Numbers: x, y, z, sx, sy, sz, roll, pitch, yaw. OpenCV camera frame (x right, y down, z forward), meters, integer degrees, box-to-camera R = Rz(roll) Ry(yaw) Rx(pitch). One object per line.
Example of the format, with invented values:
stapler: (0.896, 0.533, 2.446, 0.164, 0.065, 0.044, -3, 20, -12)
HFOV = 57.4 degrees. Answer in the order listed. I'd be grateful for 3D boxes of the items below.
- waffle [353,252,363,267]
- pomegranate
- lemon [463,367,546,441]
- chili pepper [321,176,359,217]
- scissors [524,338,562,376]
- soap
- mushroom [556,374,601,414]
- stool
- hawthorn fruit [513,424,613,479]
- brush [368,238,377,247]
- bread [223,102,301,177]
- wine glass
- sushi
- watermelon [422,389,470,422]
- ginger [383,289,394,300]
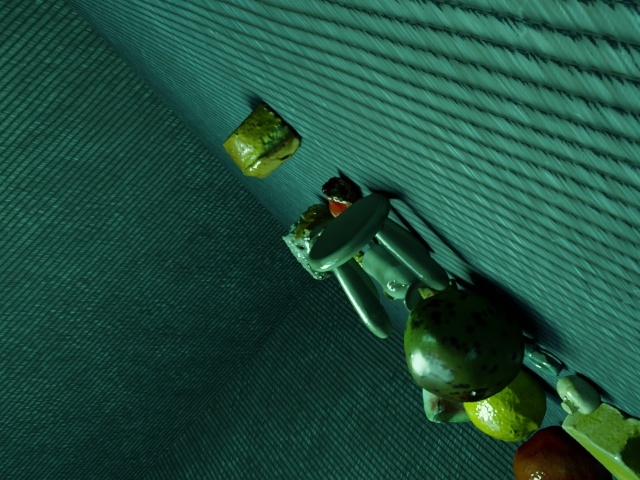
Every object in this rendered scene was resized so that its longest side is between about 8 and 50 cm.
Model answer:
waffle: (0.090, 0.031, 2.071, 0.192, 0.046, 0.160, 41, 177, 18)
pomegranate: (0.247, 0.181, 1.137, 0.231, 0.231, 0.286, 47, 178, -43)
lemon: (0.468, 0.409, 1.496, 0.192, 0.192, 0.231, 46, 172, -31)
chili pepper: (0.047, -0.091, 1.282, 0.123, 0.073, 0.071, 64, -160, -70)
scissors: (0.406, 0.223, 1.267, 0.138, 0.041, 0.289, 39, 175, -8)
soap: (0.637, 0.450, 1.132, 0.315, 0.091, 0.199, 43, 174, -10)
mushroom: (0.486, 0.295, 1.109, 0.084, 0.067, 0.083, 48, 172, 9)
stool: (0.106, 0.042, 1.128, 0.199, 0.195, 0.195, 48, -172, -17)
hawthorn fruit: (0.689, 0.671, 1.693, 0.265, 0.265, 0.307, 43, -175, -7)
brush: (0.145, 0.012, 1.655, 0.063, 0.016, 0.193, 41, 174, 24)
bread: (-0.143, -0.220, 1.333, 0.143, 0.139, 0.229, 51, 173, -8)
wine glass: (0.192, 0.088, 1.442, 0.103, 0.103, 0.231, 46, 176, -31)
sushi: (0.000, 0.000, 1.712, 0.139, 0.184, 0.274, 37, 172, 36)
watermelon: (0.436, 0.391, 1.708, 0.289, 0.320, 0.214, 9, 135, 17)
ginger: (0.261, 0.196, 2.167, 0.057, 0.044, 0.137, 13, -178, -2)
